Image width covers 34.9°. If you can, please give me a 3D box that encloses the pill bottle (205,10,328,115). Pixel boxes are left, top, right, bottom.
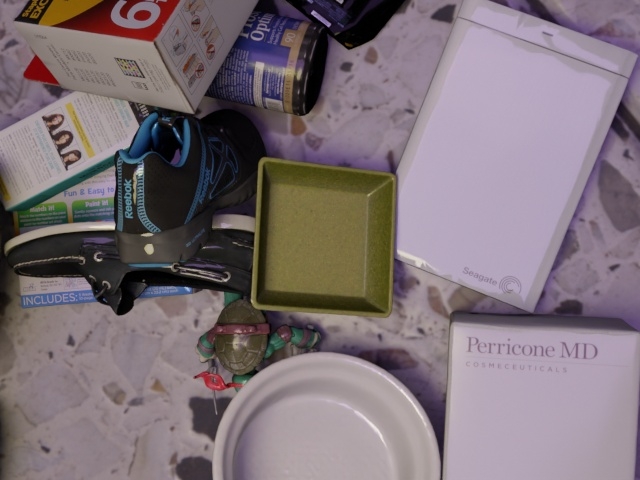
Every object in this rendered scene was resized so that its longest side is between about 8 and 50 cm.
[{"bbox_3d":[-0.109,-0.241,1.328,0.219,0.123,0.123,13,94,8],"label":"pill bottle"}]

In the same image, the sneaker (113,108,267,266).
[{"bbox_3d":[-0.149,-0.101,1.232,0.125,0.341,0.140,1,118,13],"label":"sneaker"}]

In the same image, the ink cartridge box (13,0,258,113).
[{"bbox_3d":[-0.220,-0.329,1.246,0.272,0.130,0.309,12,62,25],"label":"ink cartridge box"}]

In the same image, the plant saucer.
[{"bbox_3d":[0.000,0.000,1.288,0.188,0.045,0.188,6,82,-21],"label":"plant saucer"}]

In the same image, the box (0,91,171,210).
[{"bbox_3d":[-0.320,-0.135,1.342,0.244,0.060,0.100,-26,87,8],"label":"box"}]

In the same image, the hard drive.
[{"bbox_3d":[0.231,-0.112,1.318,0.233,0.047,0.353,22,95,8],"label":"hard drive"}]

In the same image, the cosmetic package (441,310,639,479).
[{"bbox_3d":[0.264,0.323,1.269,0.230,0.161,0.453,2,91,8],"label":"cosmetic package"}]

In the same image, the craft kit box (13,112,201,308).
[{"bbox_3d":[-0.298,-0.040,1.398,0.250,0.061,0.247,-4,93,9],"label":"craft kit box"}]

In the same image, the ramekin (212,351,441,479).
[{"bbox_3d":[0.000,0.290,1.274,0.277,0.135,0.277,3,68,-8],"label":"ramekin"}]

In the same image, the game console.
[{"bbox_3d":[-0.021,-0.437,1.351,0.361,0.044,0.213,40,95,5],"label":"game console"}]

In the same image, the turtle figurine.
[{"bbox_3d":[-0.089,0.117,1.345,0.175,0.118,0.234,1,86,9],"label":"turtle figurine"}]

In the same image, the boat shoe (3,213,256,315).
[{"bbox_3d":[-0.239,0.039,1.298,0.340,0.127,0.113,-4,77,2],"label":"boat shoe"}]
